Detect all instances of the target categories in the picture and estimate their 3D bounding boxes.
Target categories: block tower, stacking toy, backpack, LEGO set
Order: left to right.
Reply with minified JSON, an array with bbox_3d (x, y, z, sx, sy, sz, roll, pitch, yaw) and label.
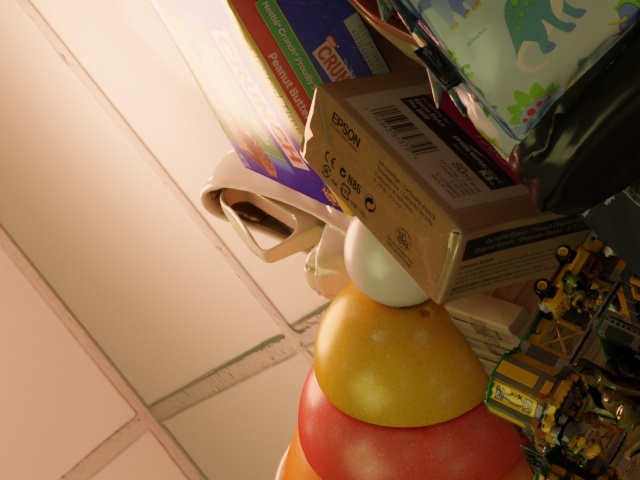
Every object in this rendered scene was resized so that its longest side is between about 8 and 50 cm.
[{"bbox_3d":[0.103,0.149,1.698,0.350,0.350,0.480,33,144,36],"label":"stacking toy"},{"bbox_3d":[0.149,-0.238,1.077,0.273,0.290,0.355,9,-134,-59],"label":"backpack"},{"bbox_3d":[0.254,0.154,1.634,0.091,0.097,0.335,15,149,45],"label":"block tower"},{"bbox_3d":[0.301,0.147,1.372,0.192,0.255,0.331,24,153,30],"label":"LEGO set"}]

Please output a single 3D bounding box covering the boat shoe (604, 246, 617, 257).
[{"bbox_3d":[0.273,0.002,1.477,0.063,0.066,0.184,39,164,24],"label":"boat shoe"}]

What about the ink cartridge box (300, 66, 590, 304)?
[{"bbox_3d":[0.125,-0.061,1.411,0.235,0.193,0.088,48,139,36],"label":"ink cartridge box"}]

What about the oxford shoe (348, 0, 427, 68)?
[{"bbox_3d":[0.120,-0.183,1.399,0.348,0.123,0.130,43,163,23],"label":"oxford shoe"}]

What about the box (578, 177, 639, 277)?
[{"bbox_3d":[0.276,-0.071,1.220,0.158,0.156,0.093,46,161,10],"label":"box"}]

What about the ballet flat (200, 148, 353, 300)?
[{"bbox_3d":[0.000,0.000,1.881,0.400,0.139,0.139,31,150,38],"label":"ballet flat"}]

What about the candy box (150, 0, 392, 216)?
[{"bbox_3d":[-0.042,-0.185,1.629,0.268,0.122,0.317,60,165,-22],"label":"candy box"}]
